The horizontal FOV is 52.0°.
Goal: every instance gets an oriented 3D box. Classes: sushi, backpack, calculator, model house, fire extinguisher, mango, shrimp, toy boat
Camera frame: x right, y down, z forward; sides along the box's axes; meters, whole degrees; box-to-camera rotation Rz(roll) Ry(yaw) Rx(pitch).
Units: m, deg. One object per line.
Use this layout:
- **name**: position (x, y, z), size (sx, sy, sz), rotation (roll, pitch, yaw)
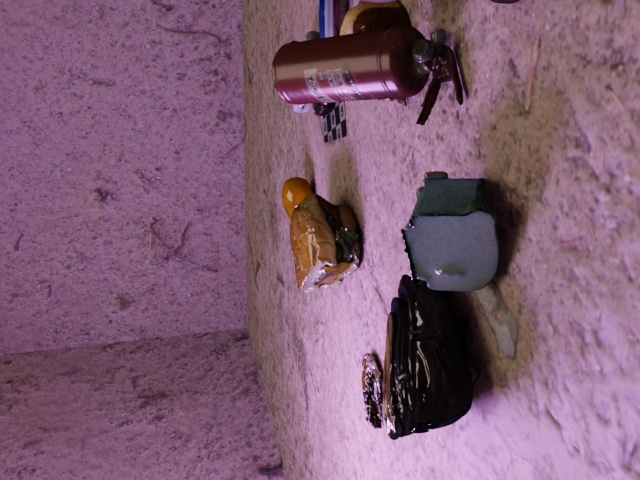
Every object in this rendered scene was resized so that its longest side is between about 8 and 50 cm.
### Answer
- **sushi**: position (0.005, -0.335, 1.586), size (0.215, 0.050, 0.192), rotation (-168, 74, -77)
- **backpack**: position (0.154, 0.160, 0.980), size (0.206, 0.133, 0.258), rotation (96, 172, -69)
- **calculator**: position (-0.032, -0.414, 1.605), size (0.246, 0.045, 0.141), rotation (-87, 14, -49)
- **model house**: position (0.179, -0.032, 0.871), size (0.148, 0.119, 0.148), rotation (-75, -28, -42)
- **fire extinguisher**: position (0.074, -0.247, 1.007), size (0.337, 0.106, 0.147), rotation (8, 90, 42)
- **mango**: position (-0.060, -0.101, 1.868), size (0.111, 0.089, 0.163), rotation (-122, 22, -61)
- **shrimp**: position (0.110, 0.321, 1.398), size (0.091, 0.034, 0.161), rotation (133, 132, -71)
- **toy boat**: position (0.031, -0.485, 1.404), size (0.046, 0.080, 0.229), rotation (21, 121, 37)

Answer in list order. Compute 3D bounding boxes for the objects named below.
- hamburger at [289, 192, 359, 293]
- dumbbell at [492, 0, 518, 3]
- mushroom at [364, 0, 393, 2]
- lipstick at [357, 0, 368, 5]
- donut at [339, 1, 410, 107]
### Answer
- **hamburger**: position (0.000, 0.000, 1.553), size (0.309, 0.132, 0.211), rotation (120, 141, -70)
- **dumbbell**: position (0.121, -0.330, 0.703), size (0.140, 0.225, 0.124), rotation (-110, 23, -49)
- **mushroom**: position (0.070, -0.479, 0.861), size (0.290, 0.297, 0.297), rotation (-57, 20, 6)
- **lipstick**: position (0.075, -0.419, 1.283), size (0.131, 0.038, 0.038), rotation (130, 134, -72)
- **donut**: position (0.090, -0.344, 1.142), size (0.217, 0.085, 0.141), rotation (-109, 19, -48)
